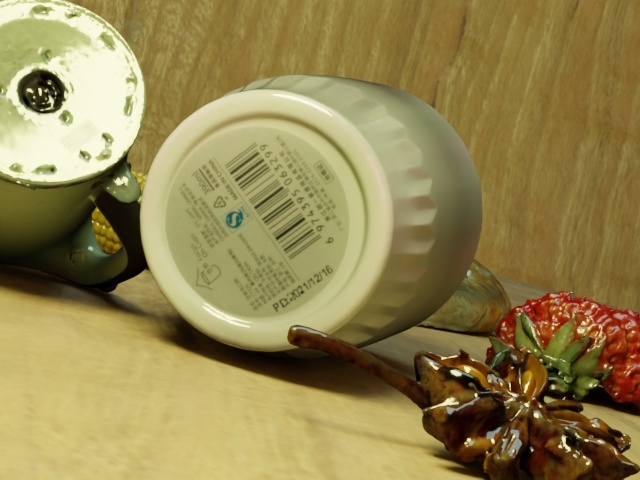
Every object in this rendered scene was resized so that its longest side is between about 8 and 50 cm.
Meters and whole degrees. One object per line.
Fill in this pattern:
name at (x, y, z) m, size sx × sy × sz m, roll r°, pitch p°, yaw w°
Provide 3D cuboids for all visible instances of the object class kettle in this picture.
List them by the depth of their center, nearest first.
kettle at (-0.236, -0.058, 1.297) m, size 0.240 × 0.165 × 0.255 m, roll 46°, pitch -28°, yaw 1°

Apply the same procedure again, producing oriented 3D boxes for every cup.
cup at (-0.006, -0.023, 1.323) m, size 0.253 × 0.253 × 0.371 m, roll 16°, pitch 6°, yaw 13°

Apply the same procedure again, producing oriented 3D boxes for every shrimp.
shrimp at (0.137, 0.054, 1.946) m, size 0.317 × 0.062 × 0.164 m, roll 0°, pitch 40°, yaw -52°

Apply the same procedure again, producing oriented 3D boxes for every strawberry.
strawberry at (0.294, 0.114, 1.633) m, size 0.188 × 0.106 × 0.286 m, roll 20°, pitch 5°, yaw 34°

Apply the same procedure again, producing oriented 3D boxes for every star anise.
star anise at (0.108, 0.110, 1.039) m, size 0.234 × 0.073 × 0.177 m, roll 34°, pitch 18°, yaw 20°

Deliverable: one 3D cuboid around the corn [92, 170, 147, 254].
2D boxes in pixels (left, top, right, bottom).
corn at (-0.176, -0.016, 1.682) m, size 0.310 × 0.101 × 0.101 m, roll 17°, pitch 4°, yaw 25°
